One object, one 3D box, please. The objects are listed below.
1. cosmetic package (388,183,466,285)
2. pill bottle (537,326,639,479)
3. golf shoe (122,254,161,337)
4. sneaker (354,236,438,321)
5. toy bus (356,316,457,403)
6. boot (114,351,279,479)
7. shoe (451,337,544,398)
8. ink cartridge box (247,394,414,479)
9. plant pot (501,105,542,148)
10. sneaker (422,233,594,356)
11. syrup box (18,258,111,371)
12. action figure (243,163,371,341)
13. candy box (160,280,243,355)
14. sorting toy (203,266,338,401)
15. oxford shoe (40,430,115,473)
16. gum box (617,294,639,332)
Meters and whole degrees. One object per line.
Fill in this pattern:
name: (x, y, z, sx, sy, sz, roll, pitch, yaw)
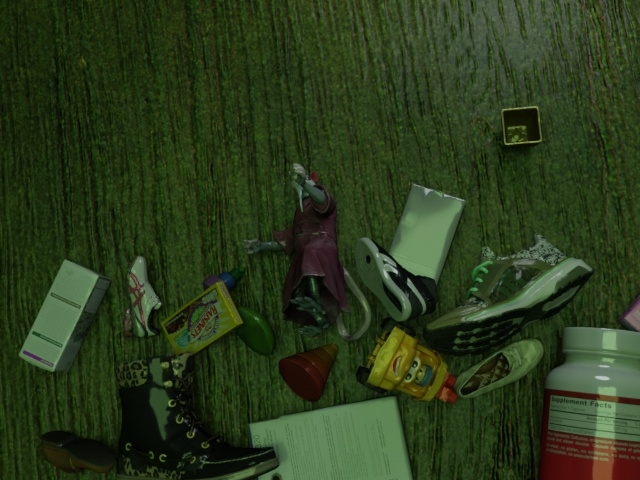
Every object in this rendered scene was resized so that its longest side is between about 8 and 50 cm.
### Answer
cosmetic package: (0.221, 0.009, 1.864, 0.127, 0.107, 0.237, 21, 81, 9)
pill bottle: (0.557, 0.383, 1.704, 0.229, 0.229, 0.407, 6, 81, 7)
golf shoe: (-0.398, 0.127, 1.928, 0.086, 0.067, 0.186, 1, 90, 2)
sneaker: (0.164, 0.078, 1.778, 0.121, 0.079, 0.216, -5, 48, -32)
toy bus: (0.194, 0.271, 1.769, 0.212, 0.220, 0.149, 29, 87, 5)
boot: (-0.280, 0.379, 1.810, 0.378, 0.138, 0.284, -11, 81, 24)
shoe: (0.383, 0.277, 1.825, 0.219, 0.058, 0.076, -30, 79, 1)
ink cartridge box: (0.034, 0.517, 1.819, 0.330, 0.071, 0.323, -11, 81, 7)
plant pot: (0.439, -0.243, 1.889, 0.081, 0.083, 0.081, -4, 81, 5)
sneaker: (0.365, 0.105, 1.793, 0.411, 0.158, 0.182, -21, 56, -24)
syrup box: (-0.572, 0.172, 1.921, 0.096, 0.093, 0.236, 24, 84, 9)
action figure: (0.000, 0.000, 1.843, 0.276, 0.248, 0.370, 17, 54, -24)
candy box: (-0.262, 0.181, 1.871, 0.206, 0.027, 0.105, -35, 79, 33)
sorting toy: (-0.096, 0.186, 1.885, 0.365, 0.127, 0.126, 43, 58, 13)
oxford shoe: (-0.523, 0.476, 1.861, 0.212, 0.076, 0.076, 8, 103, 36)
gum box: (0.732, 0.187, 1.801, 0.107, 0.062, 0.188, -45, 80, -2)
